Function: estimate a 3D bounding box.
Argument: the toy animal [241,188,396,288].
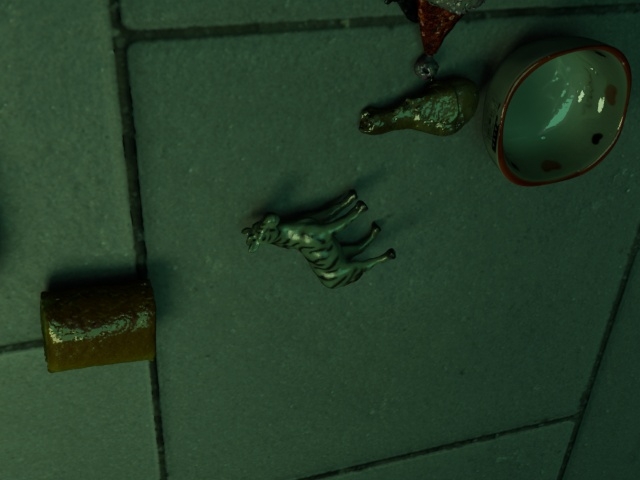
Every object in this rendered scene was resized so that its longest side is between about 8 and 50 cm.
[{"bbox_3d":[0.010,-0.013,1.318,0.255,0.090,0.170,32,111,-34],"label":"toy animal"}]

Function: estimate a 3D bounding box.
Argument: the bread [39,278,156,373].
[{"bbox_3d":[-0.347,0.130,1.253,0.172,0.103,0.132,-6,125,-21],"label":"bread"}]

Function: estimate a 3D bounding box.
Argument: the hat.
[{"bbox_3d":[0.181,-0.332,1.166,0.140,0.129,0.227,-33,153,-29],"label":"hat"}]

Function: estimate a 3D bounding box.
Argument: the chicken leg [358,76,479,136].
[{"bbox_3d":[0.155,-0.199,1.257,0.197,0.069,0.085,-14,126,-5],"label":"chicken leg"}]

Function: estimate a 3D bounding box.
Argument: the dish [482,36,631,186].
[{"bbox_3d":[0.365,-0.219,1.295,0.256,0.117,0.256,-11,126,-15],"label":"dish"}]
